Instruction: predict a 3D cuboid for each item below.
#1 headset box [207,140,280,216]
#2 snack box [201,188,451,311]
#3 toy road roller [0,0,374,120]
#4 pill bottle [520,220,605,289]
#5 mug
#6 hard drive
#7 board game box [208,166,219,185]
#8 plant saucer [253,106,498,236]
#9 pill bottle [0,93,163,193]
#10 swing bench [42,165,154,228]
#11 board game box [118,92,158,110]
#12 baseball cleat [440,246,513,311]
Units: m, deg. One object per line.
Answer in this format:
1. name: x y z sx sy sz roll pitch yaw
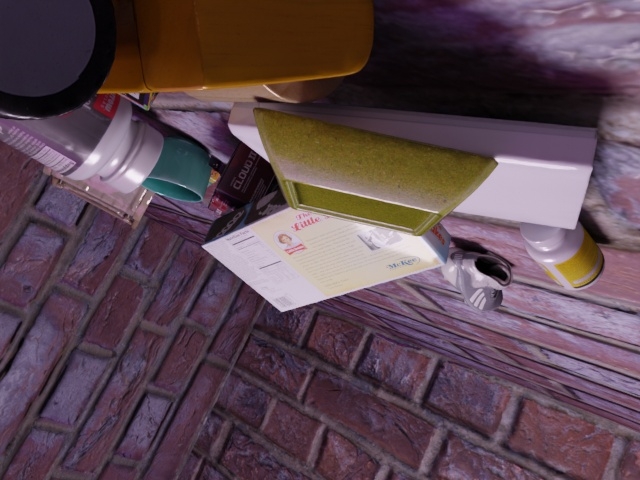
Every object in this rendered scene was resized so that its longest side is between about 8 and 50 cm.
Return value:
1. headset box: -0.061 -0.061 1.016 0.293 0.110 0.218 28 169 -10
2. snack box: 0.000 0.000 0.862 0.321 0.060 0.187 -20 128 38
3. toy road roller: -0.134 -0.207 0.383 0.329 0.241 0.202 -15 -160 -41
4. pill bottle: 0.272 0.006 0.675 0.065 0.065 0.116 14 165 48
5. mug: -0.284 -0.141 1.150 0.157 0.098 0.129 3 164 41
6. hard drive: 0.092 -0.072 0.578 0.307 0.040 0.203 10 172 21
7. board game box: -0.304 -0.160 1.338 0.124 0.039 0.259 30 172 -16
8. plant saucer: 0.038 -0.047 0.525 0.188 0.045 0.188 13 174 3
9. pill bottle: -0.431 -0.211 0.989 0.318 0.176 0.176 34 167 -36
10. swing bench: -0.544 -0.166 1.519 0.253 0.165 0.254 29 169 -14
11. board game box: -0.296 -0.256 0.806 0.170 0.048 0.141 30 167 -16
12. baseball cleat: 0.277 0.075 0.986 0.109 0.072 0.206 6 162 44
